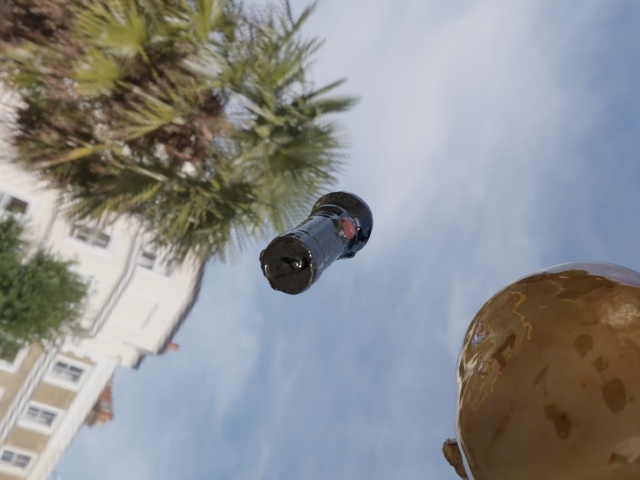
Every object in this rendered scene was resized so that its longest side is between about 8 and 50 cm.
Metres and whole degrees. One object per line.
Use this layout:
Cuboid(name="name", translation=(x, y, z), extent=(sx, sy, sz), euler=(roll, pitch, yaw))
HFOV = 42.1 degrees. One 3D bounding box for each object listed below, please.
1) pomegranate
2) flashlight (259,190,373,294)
Cuboid(name="pomegranate", translation=(0.343, 0.236, 1.094), extent=(0.411, 0.411, 0.411), euler=(-39, -143, 39))
Cuboid(name="flashlight", translation=(0.000, 0.000, 1.020), extent=(0.093, 0.093, 0.232), euler=(-53, 175, 21))
